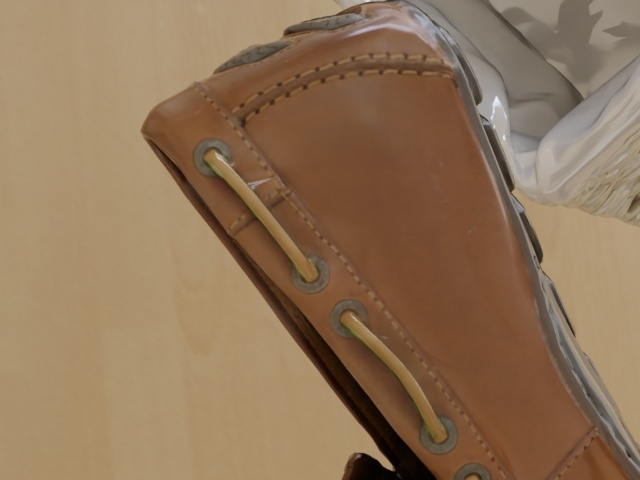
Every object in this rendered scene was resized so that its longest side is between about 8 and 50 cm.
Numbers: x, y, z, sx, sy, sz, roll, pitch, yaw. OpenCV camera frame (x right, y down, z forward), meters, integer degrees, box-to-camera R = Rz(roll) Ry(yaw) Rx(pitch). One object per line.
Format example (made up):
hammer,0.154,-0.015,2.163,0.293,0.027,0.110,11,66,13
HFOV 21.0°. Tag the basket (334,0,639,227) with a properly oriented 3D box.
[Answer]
basket,0.193,-0.224,1.109,0.328,0.266,0.331,-48,63,16

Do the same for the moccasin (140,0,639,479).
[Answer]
moccasin,0.052,0.101,0.664,0.147,0.139,0.380,-29,105,-12
